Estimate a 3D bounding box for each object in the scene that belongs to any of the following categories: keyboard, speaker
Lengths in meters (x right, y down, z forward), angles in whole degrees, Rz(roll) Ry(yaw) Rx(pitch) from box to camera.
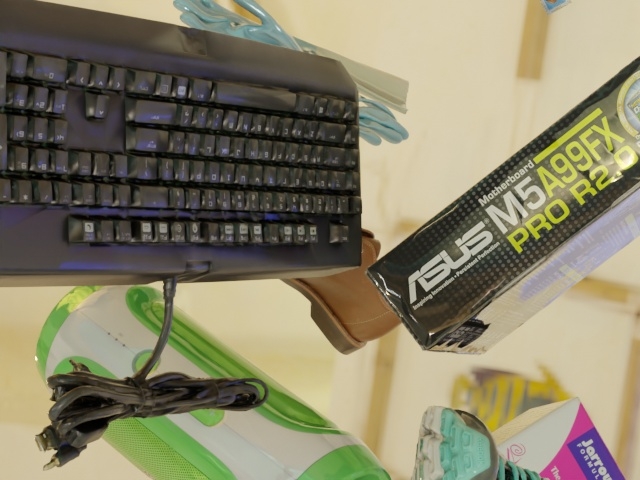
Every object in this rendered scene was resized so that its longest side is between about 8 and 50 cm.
[{"bbox_3d":[-0.063,0.000,0.807,0.033,0.201,0.317,5,-177,31],"label":"keyboard"},{"bbox_3d":[-0.087,0.141,1.304,0.296,0.131,0.131,33,-153,34],"label":"speaker"}]

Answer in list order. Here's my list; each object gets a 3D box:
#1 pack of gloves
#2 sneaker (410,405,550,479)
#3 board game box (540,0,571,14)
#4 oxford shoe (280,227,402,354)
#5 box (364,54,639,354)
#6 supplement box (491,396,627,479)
[{"bbox_3d":[-0.023,-0.162,1.470,0.232,0.046,0.195,21,-158,-7],"label":"pack of gloves"},{"bbox_3d":[0.082,0.122,0.817,0.076,0.065,0.166,1,158,1],"label":"sneaker"},{"bbox_3d":[0.173,-0.169,0.909,0.169,0.033,0.133,-27,-168,30],"label":"board game box"},{"bbox_3d":[0.000,0.000,1.289,0.076,0.212,0.076,-25,-138,21],"label":"oxford shoe"},{"bbox_3d":[0.151,-0.016,1.057,0.060,0.216,0.270,53,-172,11],"label":"box"},{"bbox_3d":[0.134,0.232,1.402,0.220,0.111,0.114,-30,177,-19],"label":"supplement box"}]
